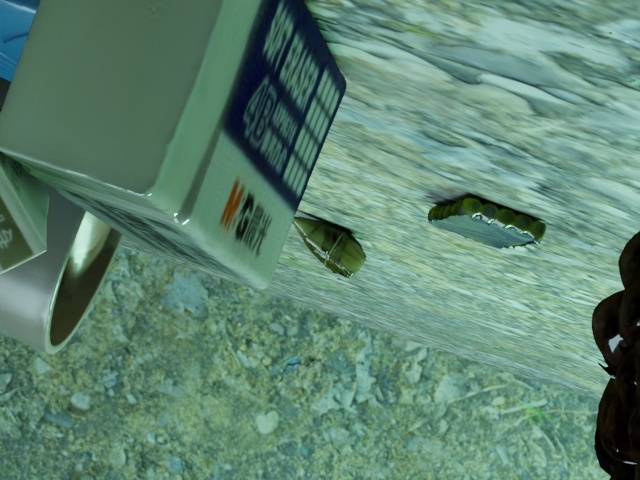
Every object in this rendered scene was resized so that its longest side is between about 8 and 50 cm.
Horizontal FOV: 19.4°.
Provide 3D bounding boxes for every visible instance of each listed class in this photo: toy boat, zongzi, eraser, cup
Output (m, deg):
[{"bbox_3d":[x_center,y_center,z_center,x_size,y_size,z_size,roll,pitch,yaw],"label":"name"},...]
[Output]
[{"bbox_3d":[0.115,-0.012,1.319,0.063,0.016,0.115,19,175,-9],"label":"toy boat"},{"bbox_3d":[0.000,0.000,1.746,0.083,0.040,0.076,32,179,-7],"label":"zongzi"},{"bbox_3d":[-0.059,-0.061,0.854,0.081,0.124,0.279,19,174,11],"label":"eraser"},{"bbox_3d":[-0.242,-0.055,1.392,0.200,0.191,0.253,22,-153,4],"label":"cup"}]

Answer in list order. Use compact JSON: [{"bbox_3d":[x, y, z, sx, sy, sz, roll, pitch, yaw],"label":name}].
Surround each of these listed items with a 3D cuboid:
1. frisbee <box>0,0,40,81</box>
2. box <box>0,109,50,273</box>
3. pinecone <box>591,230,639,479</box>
[{"bbox_3d":[-0.165,-0.111,1.162,0.242,0.045,0.242,19,176,1],"label":"frisbee"},{"bbox_3d":[-0.170,-0.085,0.769,0.198,0.029,0.109,62,179,-14],"label":"box"},{"bbox_3d":[0.207,0.049,0.644,0.221,0.221,0.221,19,175,2],"label":"pinecone"}]
